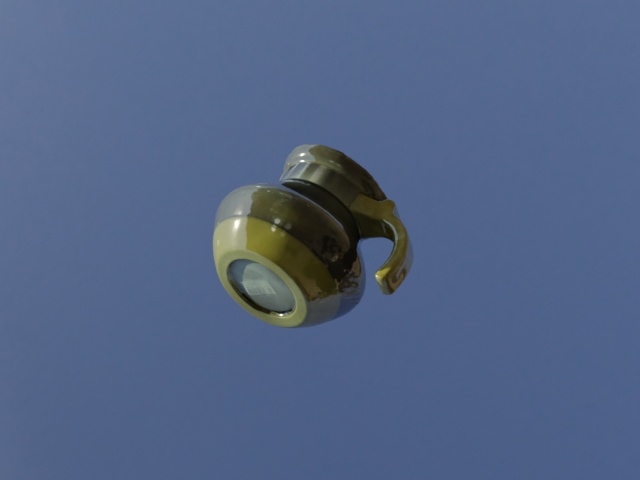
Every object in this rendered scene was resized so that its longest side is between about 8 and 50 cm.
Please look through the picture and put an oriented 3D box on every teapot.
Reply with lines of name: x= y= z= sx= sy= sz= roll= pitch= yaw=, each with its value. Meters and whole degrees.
teapot: x=0.000 y=0.000 z=1.260 sx=0.119 sy=0.165 sz=0.130 roll=-53 pitch=-42 yaw=-32
